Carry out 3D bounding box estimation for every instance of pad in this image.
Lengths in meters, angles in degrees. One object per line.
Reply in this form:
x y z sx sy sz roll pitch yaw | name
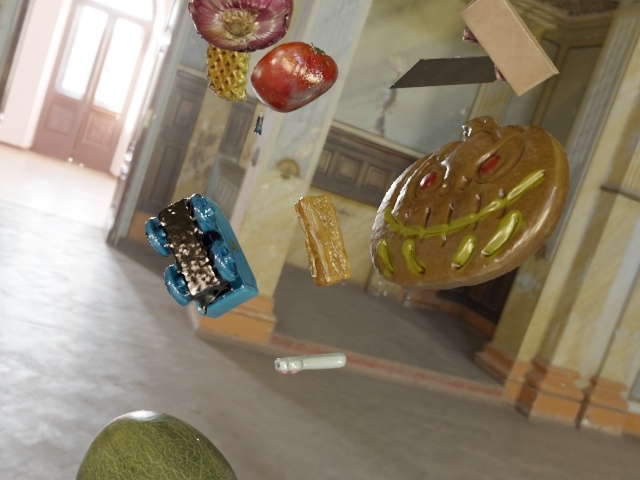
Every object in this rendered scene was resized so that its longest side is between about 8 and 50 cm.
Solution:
0.336 -0.409 1.666 0.299 0.005 0.202 -7 -5 -16 | pad

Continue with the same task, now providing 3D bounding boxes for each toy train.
-0.297 0.043 1.763 0.300 0.188 0.265 63 7 18 | toy train

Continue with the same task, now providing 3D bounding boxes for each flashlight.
-0.024 0.333 1.862 0.200 0.048 0.093 -1 -9 -23 | flashlight

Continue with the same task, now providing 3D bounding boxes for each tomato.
-0.048 -0.331 1.483 0.189 0.173 0.099 17 42 -44 | tomato

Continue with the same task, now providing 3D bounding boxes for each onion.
-0.166 -0.513 1.452 0.229 0.164 0.230 1 -22 0 | onion

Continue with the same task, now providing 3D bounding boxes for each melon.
-0.245 0.404 1.046 0.302 0.237 0.237 47 21 30 | melon

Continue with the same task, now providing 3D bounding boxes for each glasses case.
0.321 -0.347 1.210 0.193 0.102 0.070 49 35 -13 | glasses case

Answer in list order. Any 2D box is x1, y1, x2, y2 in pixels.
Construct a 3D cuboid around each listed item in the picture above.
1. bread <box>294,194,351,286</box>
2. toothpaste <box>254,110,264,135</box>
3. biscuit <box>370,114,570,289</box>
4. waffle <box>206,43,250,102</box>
0.001 0.000 2.058 0.139 0.271 0.077 -12 -5 -43 | bread
-0.198 -0.383 2.248 0.027 0.083 0.019 19 35 3 | toothpaste
0.236 -0.077 1.172 0.070 0.351 0.394 34 -33 -29 | biscuit
-0.268 -0.525 2.004 0.058 0.238 0.243 -11 27 -34 | waffle
